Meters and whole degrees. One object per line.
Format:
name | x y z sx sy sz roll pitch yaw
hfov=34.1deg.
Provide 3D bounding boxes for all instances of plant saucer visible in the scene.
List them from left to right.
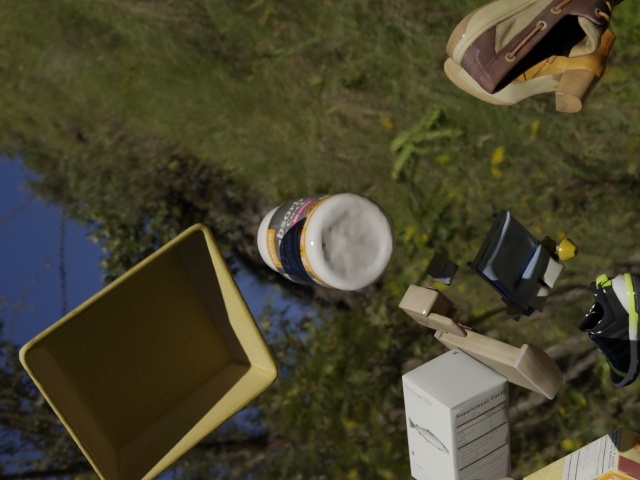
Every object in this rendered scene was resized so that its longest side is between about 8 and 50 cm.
plant saucer | -0.261 0.178 1.604 0.081 0.333 0.333 26 147 51

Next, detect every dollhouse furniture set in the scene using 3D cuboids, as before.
dollhouse furniture set | 0.353 0.077 1.868 0.198 0.303 0.286 17 162 48

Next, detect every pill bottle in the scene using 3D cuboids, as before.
pill bottle | 0.000 0.000 1.801 0.162 0.162 0.278 60 159 -14

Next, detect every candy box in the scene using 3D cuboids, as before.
candy box | 0.506 0.443 1.825 0.183 0.316 0.088 24 -125 -10

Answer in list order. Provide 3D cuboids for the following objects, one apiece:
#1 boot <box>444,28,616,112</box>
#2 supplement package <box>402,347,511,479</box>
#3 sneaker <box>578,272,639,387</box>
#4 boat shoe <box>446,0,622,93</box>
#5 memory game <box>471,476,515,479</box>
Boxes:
boot | 0.412 -0.364 2.042 0.104 0.295 0.211 80 -148 -54
supplement package | 0.188 0.258 1.432 0.105 0.105 0.179 31 136 50
sneaker | 0.453 0.136 1.640 0.084 0.097 0.235 -84 -10 -51
boat shoe | 0.343 -0.302 1.440 0.123 0.342 0.123 55 161 23
memory game | 0.189 0.348 1.257 0.186 0.186 0.012 -78 -33 -67
